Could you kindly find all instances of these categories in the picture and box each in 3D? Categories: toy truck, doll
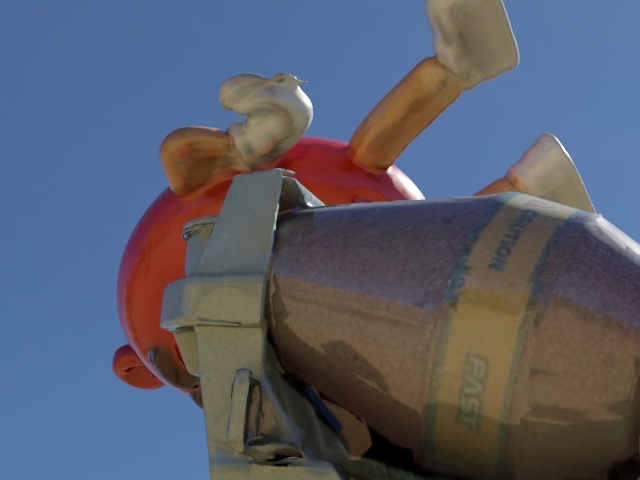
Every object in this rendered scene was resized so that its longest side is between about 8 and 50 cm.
[{"bbox_3d":[0.080,0.052,0.343,0.257,0.140,0.108,-1,-14,18],"label":"toy truck"},{"bbox_3d":[0.000,0.000,0.555,0.217,0.085,0.183,-30,-50,5],"label":"doll"}]
